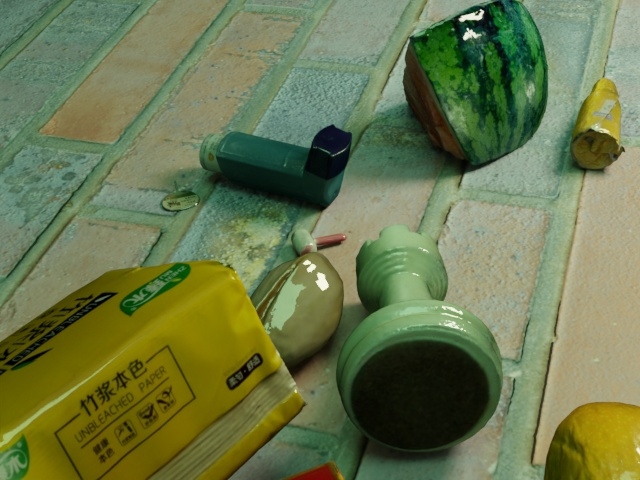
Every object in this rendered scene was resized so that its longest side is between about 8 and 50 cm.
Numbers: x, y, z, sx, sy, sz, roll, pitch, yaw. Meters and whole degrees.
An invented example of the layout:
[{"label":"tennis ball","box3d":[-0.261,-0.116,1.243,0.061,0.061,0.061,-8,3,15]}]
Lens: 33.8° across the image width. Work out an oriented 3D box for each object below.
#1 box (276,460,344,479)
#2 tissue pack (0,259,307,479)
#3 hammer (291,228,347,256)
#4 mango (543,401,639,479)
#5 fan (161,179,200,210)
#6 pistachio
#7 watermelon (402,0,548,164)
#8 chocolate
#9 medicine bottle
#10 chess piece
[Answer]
[{"label":"box","box3d":[-0.016,0.384,1.036,0.197,0.089,0.313,-18,41,-12]},{"label":"tissue pack","box3d":[-0.256,0.202,1.125,0.382,0.228,0.293,-37,19,-35]},{"label":"hammer","box3d":[0.000,0.000,1.565,0.083,0.031,0.053,-10,42,-17]},{"label":"mango","box3d":[0.336,0.310,1.055,0.186,0.144,0.359,-20,45,0]},{"label":"fan","box3d":[-0.233,-0.069,1.693,0.060,0.003,0.080,-32,46,-31]},{"label":"pistachio","box3d":[-0.041,0.096,1.372,0.124,0.125,0.185,17,46,25]},{"label":"watermelon","box3d":[0.287,-0.247,1.760,0.292,0.319,0.222,-23,76,-12]},{"label":"chocolate","box3d":[0.459,-0.204,1.739,0.085,0.086,0.219,6,37,14]},{"label":"medicine bottle","box3d":[-0.070,-0.129,1.660,0.258,0.124,0.079,13,42,24]},{"label":"chess piece","box3d":[0.112,0.102,1.319,0.194,0.195,0.299,-4,29,1]}]
